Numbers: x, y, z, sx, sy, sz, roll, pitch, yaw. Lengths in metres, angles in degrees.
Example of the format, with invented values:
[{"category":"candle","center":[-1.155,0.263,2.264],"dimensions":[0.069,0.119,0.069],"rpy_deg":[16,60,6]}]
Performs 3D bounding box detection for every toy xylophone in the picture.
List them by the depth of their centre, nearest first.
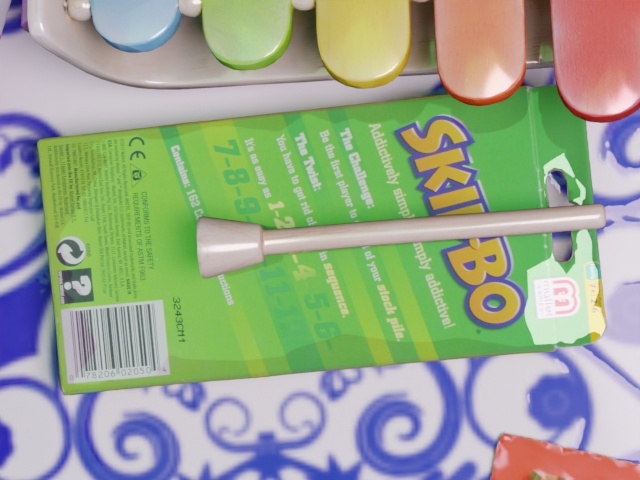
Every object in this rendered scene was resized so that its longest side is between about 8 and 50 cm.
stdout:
[{"category":"toy xylophone","center":[0.030,-0.112,0.796],"dimensions":[0.323,0.081,0.236],"rpy_deg":[-11,75,6]}]

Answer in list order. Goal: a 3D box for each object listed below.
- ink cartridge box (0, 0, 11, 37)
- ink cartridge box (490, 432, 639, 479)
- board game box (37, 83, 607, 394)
[{"category":"ink cartridge box","center":[-0.227,-0.108,0.792],"dimensions":[0.154,0.093,0.212],"rpy_deg":[32,133,7]},{"category":"ink cartridge box","center":[0.178,0.205,0.813],"dimensions":[0.232,0.066,0.189],"rpy_deg":[12,92,3]},{"category":"board game box","center":[0.000,0.000,0.843],"dimensions":[0.259,0.039,0.124],"rpy_deg":[-6,89,9]}]
